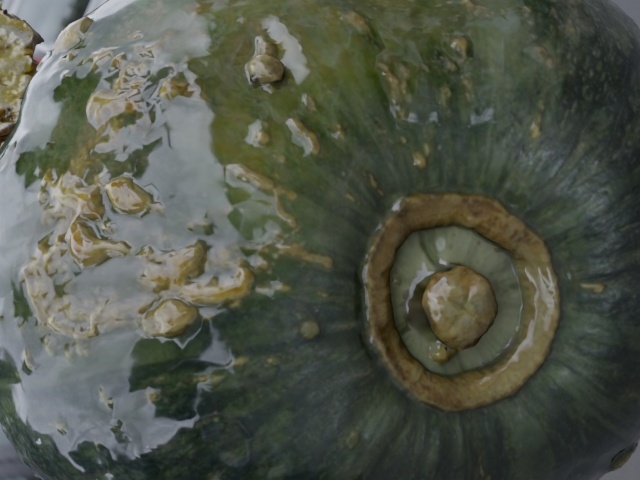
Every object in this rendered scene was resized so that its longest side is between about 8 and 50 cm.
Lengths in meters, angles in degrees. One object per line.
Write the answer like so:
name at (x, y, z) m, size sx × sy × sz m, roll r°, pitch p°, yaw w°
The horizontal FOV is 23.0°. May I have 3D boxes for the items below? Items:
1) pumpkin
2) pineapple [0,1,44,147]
pumpkin at (0.000, 0.000, 0.726) m, size 0.257 × 0.327 × 0.292 m, roll -173°, pitch 81°, yaw -71°
pineapple at (-0.275, -0.111, 1.063) m, size 0.047 × 0.221 × 0.221 m, roll 105°, pitch 179°, yaw -56°
